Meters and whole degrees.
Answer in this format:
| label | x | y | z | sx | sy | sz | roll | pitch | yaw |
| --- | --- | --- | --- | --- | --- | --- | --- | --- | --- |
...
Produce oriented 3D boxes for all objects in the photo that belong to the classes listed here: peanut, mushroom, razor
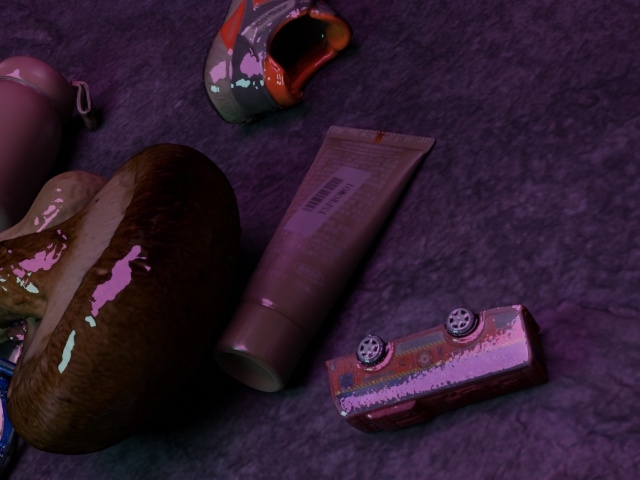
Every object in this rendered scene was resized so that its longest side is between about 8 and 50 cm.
| label | x | y | z | sx | sy | sz | roll | pitch | yaw |
| --- | --- | --- | --- | --- | --- | --- | --- | --- | --- |
| peanut | -0.384 | 0.016 | 1.168 | 0.125 | 0.111 | 0.274 | 28 | 70 | 27 |
| mushroom | -0.370 | 0.175 | 1.071 | 0.060 | 0.061 | 0.187 | -3 | 64 | 24 |
| mushroom | -0.207 | 0.052 | 0.917 | 0.345 | 0.239 | 0.345 | -13 | 70 | 40 |
| razor | -0.406 | 0.294 | 0.978 | 0.093 | 0.056 | 0.324 | 3 | 67 | 50 |

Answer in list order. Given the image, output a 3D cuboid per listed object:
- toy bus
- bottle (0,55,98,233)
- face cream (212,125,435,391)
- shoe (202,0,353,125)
| label | x | y | z | sx | sy | sz | roll | pitch | yaw |
| --- | --- | --- | --- | --- | --- | --- | --- | --- | --- |
| toy bus | 0.100 | 0.114 | 0.762 | 0.192 | 0.065 | 0.077 | -21 | 52 | 21 |
| bottle | -0.484 | -0.146 | 1.356 | 0.206 | 0.173 | 0.296 | 13 | 55 | 6 |
| face cream | 0.000 | 0.000 | 0.931 | 0.137 | 0.084 | 0.341 | 11 | 55 | 29 |
| shoe | -0.031 | -0.309 | 1.188 | 0.171 | 0.132 | 0.336 | 1 | 57 | 31 |
